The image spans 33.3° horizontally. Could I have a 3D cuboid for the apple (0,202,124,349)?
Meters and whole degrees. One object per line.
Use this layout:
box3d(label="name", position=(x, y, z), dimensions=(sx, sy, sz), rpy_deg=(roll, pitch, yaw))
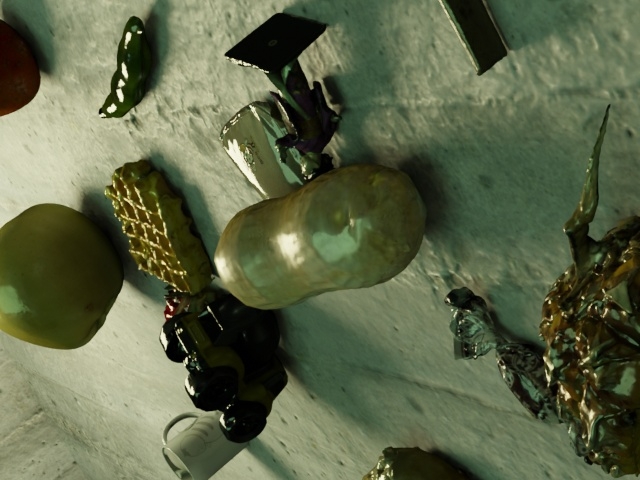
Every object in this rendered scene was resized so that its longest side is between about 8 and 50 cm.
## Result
box3d(label="apple", position=(-0.471, 0.062, 1.880), dimensions=(0.262, 0.262, 0.262), rpy_deg=(38, 149, 27))

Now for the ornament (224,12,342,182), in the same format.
box3d(label="ornament", position=(-0.026, -0.127, 1.126), dimensions=(0.088, 0.081, 0.203), rpy_deg=(29, 145, 41))

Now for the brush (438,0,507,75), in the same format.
box3d(label="brush", position=(0.081, -0.249, 0.863), dimensions=(0.248, 0.043, 0.036), rpy_deg=(60, 159, -15))

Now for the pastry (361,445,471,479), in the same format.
box3d(label="pastry", position=(0.151, 0.397, 1.423), dimensions=(0.257, 0.121, 0.236), rpy_deg=(35, 148, 32))

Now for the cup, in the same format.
box3d(label="cup", position=(-0.224, 0.365, 1.956), dimensions=(0.136, 0.133, 0.099), rpy_deg=(47, 153, 13))

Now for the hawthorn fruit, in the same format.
box3d(label="hawthorn fruit", position=(-0.539, -0.260, 1.654), dimensions=(0.157, 0.194, 0.157), rpy_deg=(32, 135, 38))

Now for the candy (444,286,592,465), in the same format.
box3d(label="candy", position=(0.212, 0.136, 1.100), dimensions=(0.226, 0.051, 0.094), rpy_deg=(43, 148, 19))

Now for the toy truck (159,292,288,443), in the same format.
box3d(label="toy truck", position=(-0.119, 0.178, 1.573), dimensions=(0.147, 0.165, 0.224), rpy_deg=(51, 174, 42))

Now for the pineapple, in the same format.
box3d(label="pineapple", position=(0.235, 0.081, 0.886), dimensions=(0.158, 0.161, 0.334), rpy_deg=(39, 152, 30))

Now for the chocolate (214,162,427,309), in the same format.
box3d(label="chocolate", position=(0.000, 0.000, 1.156), dimensions=(0.309, 0.134, 0.134), rpy_deg=(-22, 104, 50))

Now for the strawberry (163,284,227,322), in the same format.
box3d(label="strawberry", position=(-0.183, 0.161, 1.706), dimensions=(0.167, 0.087, 0.208), rpy_deg=(24, 143, 41))

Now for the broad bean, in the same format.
box3d(label="broad bean", position=(-0.258, -0.214, 1.430), dimensions=(0.060, 0.043, 0.297), rpy_deg=(60, 155, 8))

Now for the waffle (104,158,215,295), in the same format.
box3d(label="waffle", position=(-0.255, -0.031, 1.624), dimensions=(0.160, 0.055, 0.211), rpy_deg=(20, 139, 45))

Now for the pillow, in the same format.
box3d(label="pillow", position=(-0.033, -0.057, 1.267), dimensions=(0.233, 0.038, 0.130), rpy_deg=(53, 146, 0))
